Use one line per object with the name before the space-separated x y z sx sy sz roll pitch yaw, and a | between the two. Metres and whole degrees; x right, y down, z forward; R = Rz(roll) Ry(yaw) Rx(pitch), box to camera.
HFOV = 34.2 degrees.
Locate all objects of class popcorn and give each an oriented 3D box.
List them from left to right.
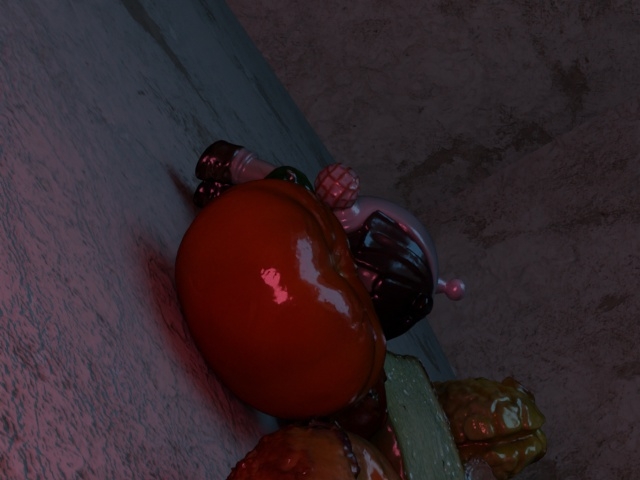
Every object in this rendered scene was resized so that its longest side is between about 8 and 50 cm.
popcorn | 0.277 0.357 1.931 0.332 0.265 0.225 18 74 -40

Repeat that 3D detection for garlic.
garlic | 0.246 0.470 1.814 0.131 0.127 0.194 40 -30 14

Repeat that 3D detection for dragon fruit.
dragon fruit | 0.010 0.194 1.202 0.246 0.126 0.125 -27 107 -79

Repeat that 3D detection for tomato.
tomato | -0.042 0.067 1.083 0.259 0.180 0.260 57 10 -16

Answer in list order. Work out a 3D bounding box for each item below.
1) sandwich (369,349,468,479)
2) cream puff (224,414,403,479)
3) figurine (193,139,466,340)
sandwich | 0.105 0.281 1.453 0.301 0.099 0.271 26 44 -65
cream puff | 0.005 0.253 0.784 0.240 0.164 0.240 44 25 -27
figurine | 0.000 0.000 1.306 0.370 0.167 0.281 31 -45 22
